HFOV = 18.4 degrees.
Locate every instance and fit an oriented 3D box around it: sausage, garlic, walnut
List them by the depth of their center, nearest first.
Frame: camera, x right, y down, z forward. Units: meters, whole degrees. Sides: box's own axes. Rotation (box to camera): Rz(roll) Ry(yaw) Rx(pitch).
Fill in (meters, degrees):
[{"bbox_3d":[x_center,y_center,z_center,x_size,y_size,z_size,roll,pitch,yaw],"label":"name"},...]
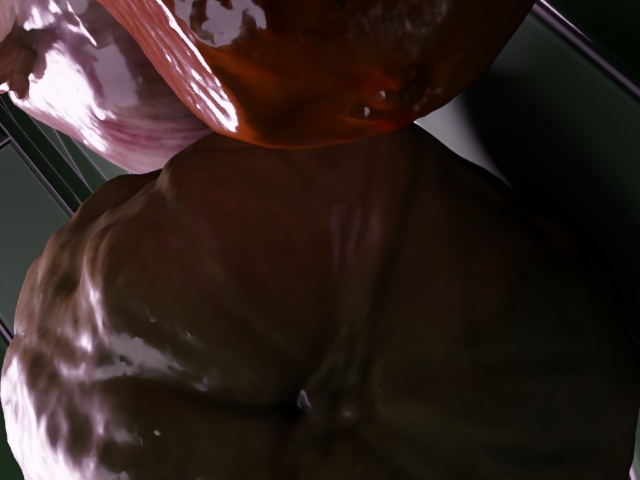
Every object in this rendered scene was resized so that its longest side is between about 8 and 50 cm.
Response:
[{"bbox_3d":[-0.033,-0.143,0.715,0.268,0.141,0.153,45,167,34],"label":"sausage"},{"bbox_3d":[-0.002,0.073,0.916,0.277,0.282,0.253,142,113,-79],"label":"walnut"},{"bbox_3d":[-0.124,-0.104,1.006,0.245,0.253,0.245,43,166,13],"label":"garlic"}]

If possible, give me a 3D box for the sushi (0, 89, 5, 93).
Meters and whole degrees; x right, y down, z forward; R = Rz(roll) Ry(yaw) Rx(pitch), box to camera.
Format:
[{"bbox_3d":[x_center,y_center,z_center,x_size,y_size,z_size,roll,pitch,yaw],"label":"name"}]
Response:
[{"bbox_3d":[-0.252,-0.218,1.484,0.241,0.161,0.107,52,172,11],"label":"sushi"}]
